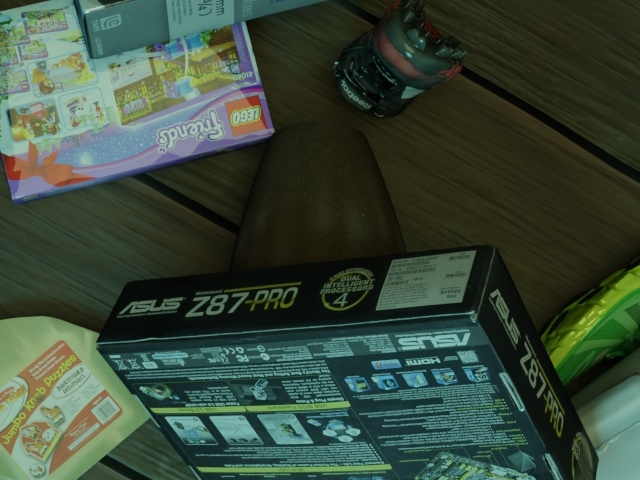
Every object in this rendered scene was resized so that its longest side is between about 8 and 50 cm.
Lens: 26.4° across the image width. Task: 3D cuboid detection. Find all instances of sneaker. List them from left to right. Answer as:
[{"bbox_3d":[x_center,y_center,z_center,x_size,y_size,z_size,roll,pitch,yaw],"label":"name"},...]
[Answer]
[{"bbox_3d":[0.078,-0.185,1.433,0.135,0.276,0.098,-41,95,9],"label":"sneaker"},{"bbox_3d":[0.361,0.090,1.532,0.295,0.109,0.123,-34,91,-8],"label":"sneaker"}]

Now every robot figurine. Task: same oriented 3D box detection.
[{"bbox_3d":[0.349,0.233,1.454,0.353,0.200,0.300,-38,134,11],"label":"robot figurine"}]

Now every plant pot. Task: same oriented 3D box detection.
[{"bbox_3d":[0.000,0.000,1.450,0.215,0.215,0.230,3,72,-8],"label":"plant pot"}]

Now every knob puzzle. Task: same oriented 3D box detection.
[{"bbox_3d":[-0.306,0.166,1.467,0.213,0.030,0.213,0,88,-8],"label":"knob puzzle"}]

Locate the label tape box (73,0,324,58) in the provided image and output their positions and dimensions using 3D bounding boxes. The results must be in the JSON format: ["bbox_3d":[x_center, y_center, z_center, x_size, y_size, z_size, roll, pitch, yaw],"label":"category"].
[{"bbox_3d":[-0.117,-0.352,1.445,0.333,0.106,0.241,-16,69,-10],"label":"label tape box"}]

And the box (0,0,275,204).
[{"bbox_3d":[-0.215,-0.172,1.484,0.293,0.057,0.201,-14,88,-9],"label":"box"}]

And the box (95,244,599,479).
[{"bbox_3d":[0.030,0.157,1.304,0.318,0.394,0.097,60,36,-35],"label":"box"}]
